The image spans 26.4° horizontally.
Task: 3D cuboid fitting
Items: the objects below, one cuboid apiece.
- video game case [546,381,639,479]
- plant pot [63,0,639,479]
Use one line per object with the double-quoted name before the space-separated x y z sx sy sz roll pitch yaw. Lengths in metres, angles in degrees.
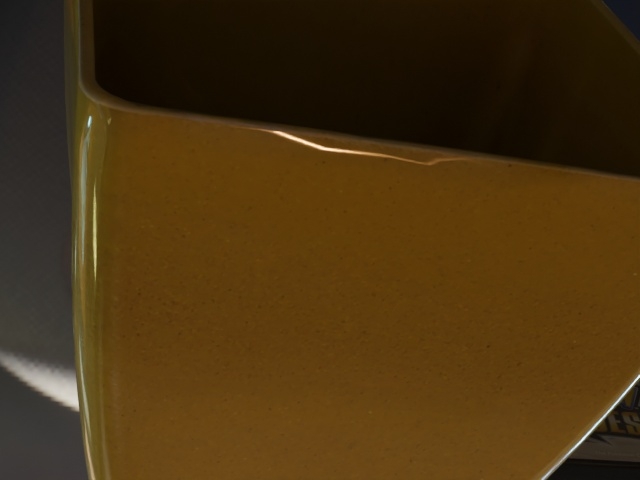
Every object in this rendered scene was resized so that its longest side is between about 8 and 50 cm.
"video game case" 0.202 0.111 1.202 0.275 0.248 0.035 3 130 0
"plant pot" 0.000 0.000 0.513 0.212 0.212 0.187 7 119 -15
